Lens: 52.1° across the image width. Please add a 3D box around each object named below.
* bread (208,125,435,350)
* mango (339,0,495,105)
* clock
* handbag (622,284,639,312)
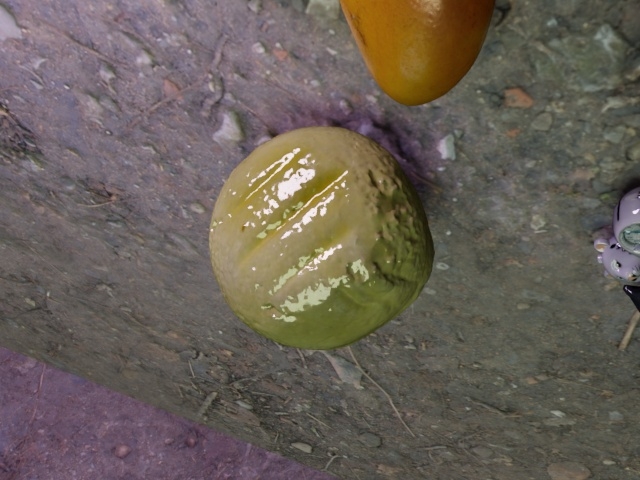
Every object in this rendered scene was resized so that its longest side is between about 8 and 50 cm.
[{"bbox_3d":[-0.006,-0.005,0.946,0.321,0.320,0.237,-6,153,34],"label":"bread"},{"bbox_3d":[0.103,-0.256,0.713,0.187,0.138,0.257,13,138,34],"label":"mango"},{"bbox_3d":[0.433,-0.003,0.893,0.117,0.080,0.176,-2,138,31],"label":"clock"},{"bbox_3d":[0.600,0.137,0.969,0.211,0.088,0.254,-9,134,44],"label":"handbag"}]
